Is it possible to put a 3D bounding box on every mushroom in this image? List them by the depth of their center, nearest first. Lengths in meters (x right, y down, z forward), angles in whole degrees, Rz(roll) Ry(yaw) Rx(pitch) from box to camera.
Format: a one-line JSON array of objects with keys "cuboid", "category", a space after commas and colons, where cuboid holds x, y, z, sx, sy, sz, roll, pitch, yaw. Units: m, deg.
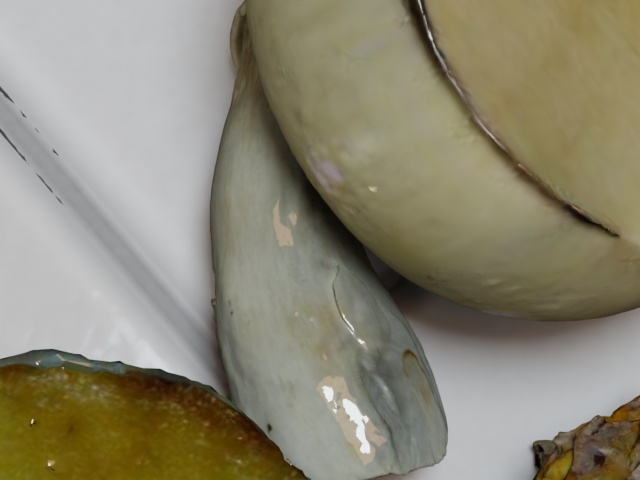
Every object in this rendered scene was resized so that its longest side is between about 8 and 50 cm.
[{"cuboid": [-0.005, 0.000, 0.670, 0.092, 0.081, 0.223, -8, 73, -9], "category": "mushroom"}]

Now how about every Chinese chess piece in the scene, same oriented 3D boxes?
[{"cuboid": [0.091, -0.094, 0.658, 0.257, 0.104, 0.257, 15, 64, -32], "category": "Chinese chess piece"}]

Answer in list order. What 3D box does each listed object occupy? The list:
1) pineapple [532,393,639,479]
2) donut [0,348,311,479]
[{"cuboid": [0.160, 0.129, 0.615, 0.225, 0.076, 0.225, -1, 44, 1], "category": "pineapple"}, {"cuboid": [-0.118, 0.170, 0.548, 0.272, 0.107, 0.272, 0, 46, 0], "category": "donut"}]
